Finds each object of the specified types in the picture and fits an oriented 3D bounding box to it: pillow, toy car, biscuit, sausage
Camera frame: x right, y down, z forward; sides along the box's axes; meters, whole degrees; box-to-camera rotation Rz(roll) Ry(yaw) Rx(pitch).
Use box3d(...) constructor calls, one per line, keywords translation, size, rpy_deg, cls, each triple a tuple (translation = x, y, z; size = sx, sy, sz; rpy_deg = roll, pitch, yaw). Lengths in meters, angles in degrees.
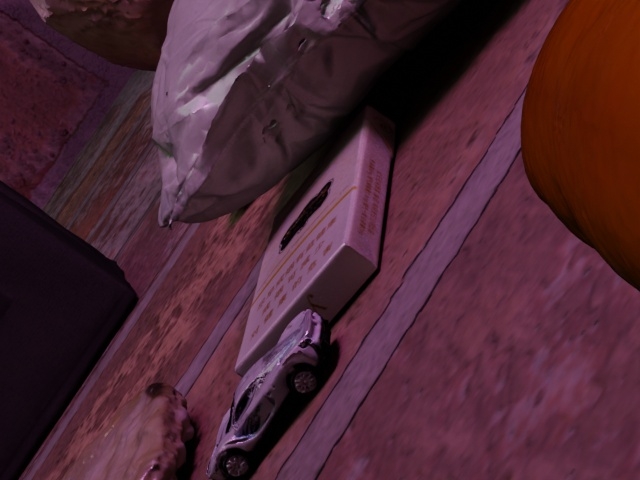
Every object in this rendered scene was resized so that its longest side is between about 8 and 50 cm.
box3d(translation=(0.015, -0.164, 1.024), size=(0.310, 0.138, 0.283), rpy_deg=(-49, 14, 27), cls="pillow")
box3d(translation=(-0.026, 0.072, 0.820), size=(0.093, 0.025, 0.041), rpy_deg=(-52, 11, 16), cls="toy car")
box3d(translation=(-0.113, 0.137, 0.977), size=(0.133, 0.032, 0.250), rpy_deg=(-58, 11, -11), cls="biscuit")
box3d(translation=(0.103, -0.027, 0.412), size=(0.098, 0.098, 0.238), rpy_deg=(-55, 9, 5), cls="sausage")

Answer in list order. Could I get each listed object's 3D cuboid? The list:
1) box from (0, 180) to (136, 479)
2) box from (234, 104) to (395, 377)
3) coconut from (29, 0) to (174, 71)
box3d(translation=(-0.332, 0.107, 1.527), size=(0.345, 0.204, 0.251), rpy_deg=(-56, 11, -3), cls="box")
box3d(translation=(0.000, 0.000, 0.918), size=(0.090, 0.024, 0.167), rpy_deg=(-50, 13, 24), cls="box")
box3d(translation=(-0.126, -0.318, 1.476), size=(0.352, 0.352, 0.352), rpy_deg=(-52, 12, 16), cls="coconut")
